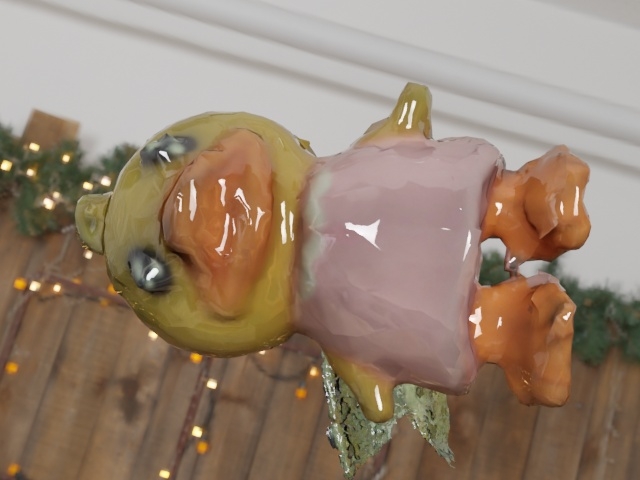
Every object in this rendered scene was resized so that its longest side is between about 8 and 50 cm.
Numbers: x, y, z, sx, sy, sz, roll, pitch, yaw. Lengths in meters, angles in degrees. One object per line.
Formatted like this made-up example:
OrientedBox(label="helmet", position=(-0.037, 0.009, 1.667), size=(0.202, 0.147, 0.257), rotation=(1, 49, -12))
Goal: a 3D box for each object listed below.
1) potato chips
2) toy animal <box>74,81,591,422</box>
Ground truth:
OrientedBox(label="potato chips", position=(0.075, 0.159, 1.032), size=(0.029, 0.202, 0.220), rotation=(-20, -33, 35))
OrientedBox(label="toy animal", position=(-0.002, 0.000, 0.565), size=(0.281, 0.195, 0.169), rotation=(7, -10, -3))
